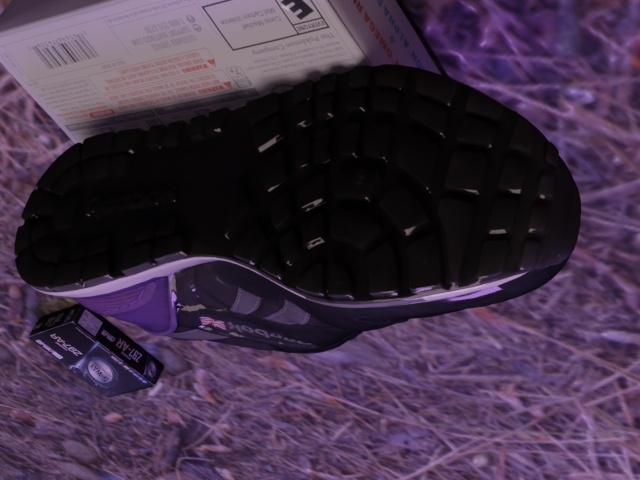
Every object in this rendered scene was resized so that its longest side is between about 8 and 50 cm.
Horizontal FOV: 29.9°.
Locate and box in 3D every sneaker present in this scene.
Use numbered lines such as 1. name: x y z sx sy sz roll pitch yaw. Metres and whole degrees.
1. sneaker: 0.000 0.000 0.551 0.283 0.107 0.124 0 154 38

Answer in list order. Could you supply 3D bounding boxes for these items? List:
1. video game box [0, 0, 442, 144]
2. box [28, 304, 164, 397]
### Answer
1. video game box: -0.035 -0.062 0.594 0.205 0.048 0.187 -5 134 37
2. box: -0.169 0.084 0.902 0.067 0.018 0.083 -18 128 45
